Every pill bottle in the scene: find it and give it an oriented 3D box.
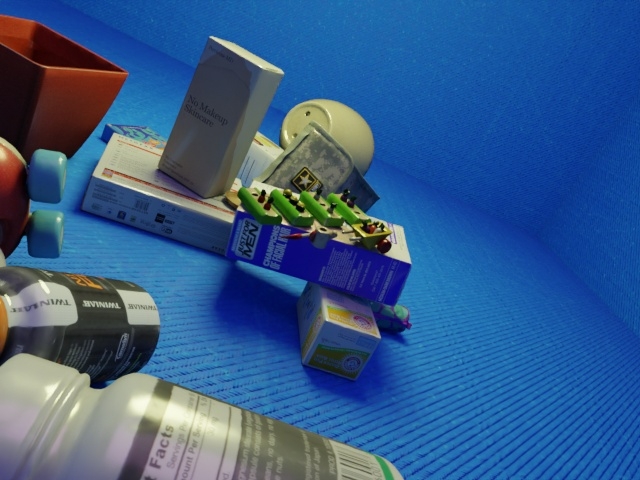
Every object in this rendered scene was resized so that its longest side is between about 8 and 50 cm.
[{"bbox_3d":[-0.298,0.098,0.563,0.130,0.131,0.245,35,1,18],"label":"pill bottle"},{"bbox_3d":[-0.119,0.239,0.441,0.360,0.204,0.204,23,21,-11],"label":"pill bottle"}]

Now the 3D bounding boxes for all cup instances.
[{"bbox_3d":[-0.008,-0.335,1.704,0.331,0.331,0.237,36,3,21],"label":"cup"}]

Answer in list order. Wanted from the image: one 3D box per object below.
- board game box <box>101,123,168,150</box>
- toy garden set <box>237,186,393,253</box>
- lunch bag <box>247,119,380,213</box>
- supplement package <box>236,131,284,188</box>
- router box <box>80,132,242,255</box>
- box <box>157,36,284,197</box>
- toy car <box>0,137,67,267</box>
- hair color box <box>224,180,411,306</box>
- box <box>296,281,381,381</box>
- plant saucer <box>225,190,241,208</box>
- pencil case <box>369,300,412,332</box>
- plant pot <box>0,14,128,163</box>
[{"bbox_3d":[-0.465,-0.248,1.407,0.210,0.047,0.160,35,21,16],"label":"board game box"},{"bbox_3d":[0.001,-0.050,0.935,0.244,0.049,0.204,0,31,-35],"label":"toy garden set"},{"bbox_3d":[-0.020,-0.125,1.267,0.169,0.235,0.287,44,1,40],"label":"lunch bag"},{"bbox_3d":[-0.192,-0.241,1.609,0.244,0.134,0.139,38,22,26],"label":"supplement package"},{"bbox_3d":[-0.340,-0.110,1.181,0.335,0.082,0.301,20,21,-21],"label":"router box"},{"bbox_3d":[-0.222,-0.267,1.134,0.147,0.311,0.121,31,20,10],"label":"box"},{"bbox_3d":[-0.452,-0.001,0.639,0.219,0.210,0.238,6,40,-23],"label":"toy car"},{"bbox_3d":[0.000,0.000,1.021,0.338,0.110,0.185,16,24,-4],"label":"hair color box"},{"bbox_3d":[0.028,0.153,0.981,0.114,0.103,0.203,21,21,-14],"label":"box"},{"bbox_3d":[-0.184,-0.086,1.179,0.083,0.015,0.083,27,19,-10],"label":"plant saucer"},{"bbox_3d":[0.126,0.163,1.138,0.151,0.065,0.070,15,7,-29],"label":"pencil case"},{"bbox_3d":[-0.625,-0.311,1.086,0.267,0.236,0.267,30,21,6],"label":"plant pot"}]
